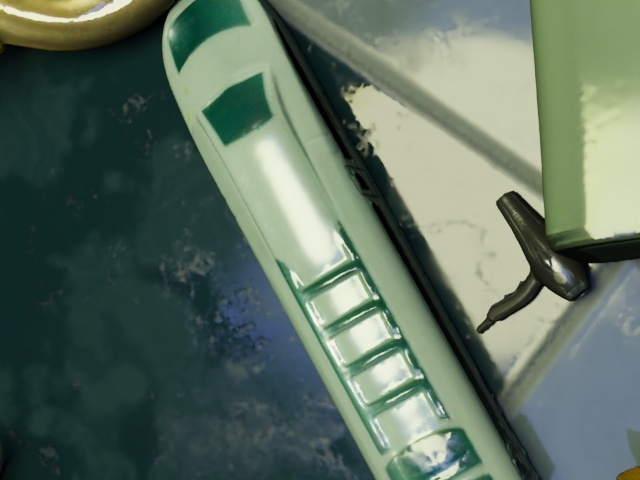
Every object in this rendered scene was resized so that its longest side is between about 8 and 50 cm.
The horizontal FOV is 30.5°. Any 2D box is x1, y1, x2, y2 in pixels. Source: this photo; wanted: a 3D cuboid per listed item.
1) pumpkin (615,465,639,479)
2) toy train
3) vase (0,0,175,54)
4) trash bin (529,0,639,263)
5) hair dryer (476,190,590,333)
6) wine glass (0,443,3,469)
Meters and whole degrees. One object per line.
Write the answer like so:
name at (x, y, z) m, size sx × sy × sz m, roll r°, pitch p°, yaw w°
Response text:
pumpkin at (0.274, 0.247, 0.655) m, size 0.278 × 0.111 × 0.163 m, roll 28°, pitch 113°, yaw 21°
toy train at (0.000, 0.000, 0.734) m, size 0.086 × 0.088 × 0.407 m, roll -31°, pitch 80°, yaw 14°
vase at (-0.234, -0.230, 0.753) m, size 0.329 × 0.241 × 0.302 m, roll 12°, pitch 106°, yaw -6°
trash bin at (0.222, -0.171, 0.625) m, size 0.223 × 0.158 × 0.344 m, roll -7°, pitch 86°, yaw 20°
hair dryer at (0.119, 0.021, 0.733) m, size 0.083 × 0.031 × 0.079 m, roll -45°, pitch 67°, yaw 20°
wine glass at (-0.195, 0.231, 0.758) m, size 0.196 × 0.165 × 0.165 m, roll 41°, pitch 100°, yaw 19°
